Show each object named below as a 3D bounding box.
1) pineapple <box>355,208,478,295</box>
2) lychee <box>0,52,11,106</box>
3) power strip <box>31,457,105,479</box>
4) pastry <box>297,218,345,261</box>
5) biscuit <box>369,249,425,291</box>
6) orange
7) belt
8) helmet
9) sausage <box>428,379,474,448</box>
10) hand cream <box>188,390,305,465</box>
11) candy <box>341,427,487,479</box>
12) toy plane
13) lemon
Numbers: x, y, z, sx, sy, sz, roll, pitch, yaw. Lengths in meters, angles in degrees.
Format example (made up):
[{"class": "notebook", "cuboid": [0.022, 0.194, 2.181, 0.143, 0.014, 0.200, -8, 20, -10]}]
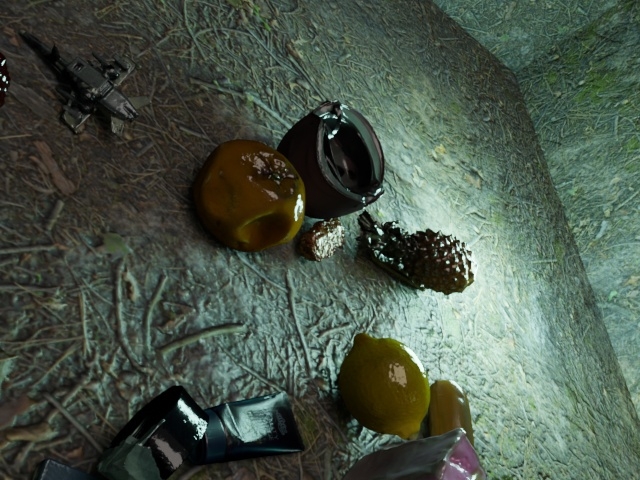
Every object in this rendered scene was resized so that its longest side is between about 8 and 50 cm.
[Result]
[{"class": "pineapple", "cuboid": [0.247, 0.033, 1.715, 0.361, 0.175, 0.175, 19, 50, -30]}, {"class": "lychee", "cuboid": [-0.572, -0.244, 0.878, 0.276, 0.275, 0.304, 49, 61, -12]}, {"class": "power strip", "cuboid": [-0.339, 0.350, 0.905, 0.123, 0.032, 0.056, 36, 41, -28]}, {"class": "pastry", "cuboid": [-0.001, -0.003, 1.559, 0.169, 0.063, 0.087, -31, 110, -59]}, {"class": "biscuit", "cuboid": [0.213, 0.047, 1.805, 0.230, 0.025, 0.131, 32, 43, -31]}, {"class": "orange", "cuboid": [-0.135, -0.107, 1.368, 0.249, 0.183, 0.249, 29, 46, -35]}, {"class": "belt", "cuboid": [-0.245, 0.292, 0.954, 0.078, 0.151, 0.198, 53, 9, -9]}, {"class": "helmet", "cuboid": [0.013, -0.180, 1.592, 0.271, 0.197, 0.338, 59, 28, -12]}, {"class": "sausage", "cuboid": [0.305, 0.486, 1.520, 0.112, 0.112, 0.329, 31, 45, -32]}, {"class": "hand cream", "cuboid": [-0.129, 0.335, 1.161, 0.270, 0.061, 0.120, 12, 50, -55]}, {"class": "candy", "cuboid": [0.169, 0.464, 1.230, 0.155, 0.265, 0.116, -31, 92, -55]}, {"class": "toy plane", "cuboid": [-0.452, -0.312, 1.229, 0.262, 0.088, 0.192, 41, 66, -16]}, {"class": "lemon", "cuboid": [0.135, 0.306, 1.379, 0.244, 0.186, 0.186, 59, 35, 2]}]
